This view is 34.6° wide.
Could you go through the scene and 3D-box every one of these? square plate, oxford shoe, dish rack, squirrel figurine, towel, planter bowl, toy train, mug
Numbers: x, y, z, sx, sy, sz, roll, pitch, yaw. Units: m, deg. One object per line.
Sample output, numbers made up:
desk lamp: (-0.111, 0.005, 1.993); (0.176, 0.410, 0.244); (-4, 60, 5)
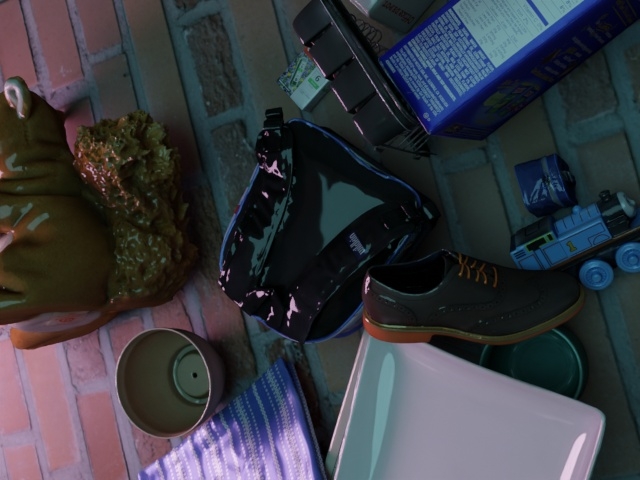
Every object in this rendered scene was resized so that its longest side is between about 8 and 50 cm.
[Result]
square plate: (0.159, 0.309, 1.236); (0.347, 0.049, 0.344); (19, 98, 43)
oxford shoe: (0.184, 0.063, 1.238); (0.272, 0.097, 0.098); (-6, 131, 1)
dish rack: (0.076, -0.200, 1.313); (0.074, 0.271, 0.208); (-35, 76, 19)
squirrel figurine: (-0.379, -0.065, 1.557); (0.397, 0.281, 0.370); (-15, 74, 9)
towel: (-0.137, 0.350, 1.473); (0.336, 0.040, 0.243); (-41, 43, 22)
planter bowl: (-0.208, 0.206, 1.533); (0.162, 0.109, 0.162); (0, 91, 23)
toy train: (0.331, 0.006, 1.296); (0.184, 0.080, 0.105); (-28, 106, 22)
mug: (0.266, 0.166, 1.329); (0.158, 0.097, 0.129); (-8, 88, 23)

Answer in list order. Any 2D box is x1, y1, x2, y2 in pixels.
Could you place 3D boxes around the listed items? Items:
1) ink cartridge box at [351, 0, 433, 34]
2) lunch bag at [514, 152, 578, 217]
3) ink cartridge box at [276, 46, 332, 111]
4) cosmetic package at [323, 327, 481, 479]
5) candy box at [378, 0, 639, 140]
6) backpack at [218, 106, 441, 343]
ink cartridge box: (0.125, -0.387, 1.354); (0.087, 0.153, 0.208); (46, 106, 17)
lunch bag: (0.293, -0.072, 1.314); (0.065, 0.098, 0.067); (-19, 78, 20)
ink cartridge box: (-0.004, -0.248, 1.479); (0.115, 0.029, 0.063); (-46, 73, 18)
cosmetic package: (0.103, 0.283, 1.396); (0.160, 0.113, 0.309); (20, 98, 22)
candy box: (0.257, -0.260, 1.235); (0.317, 0.268, 0.122); (-36, 81, 19)
backpack: (0.000, 0.000, 1.385); (0.276, 0.213, 0.263); (36, 96, 22)
